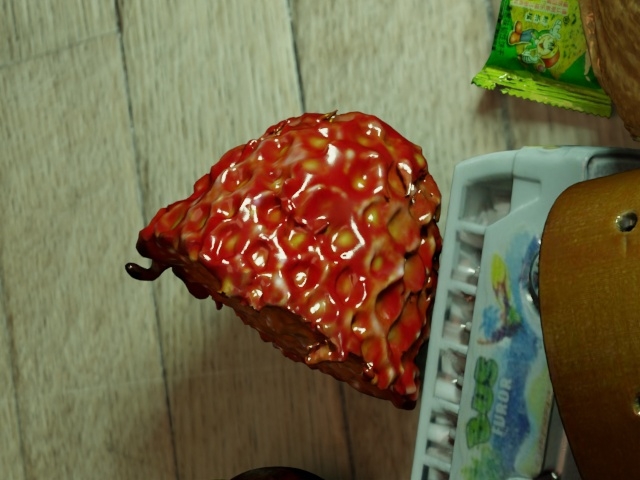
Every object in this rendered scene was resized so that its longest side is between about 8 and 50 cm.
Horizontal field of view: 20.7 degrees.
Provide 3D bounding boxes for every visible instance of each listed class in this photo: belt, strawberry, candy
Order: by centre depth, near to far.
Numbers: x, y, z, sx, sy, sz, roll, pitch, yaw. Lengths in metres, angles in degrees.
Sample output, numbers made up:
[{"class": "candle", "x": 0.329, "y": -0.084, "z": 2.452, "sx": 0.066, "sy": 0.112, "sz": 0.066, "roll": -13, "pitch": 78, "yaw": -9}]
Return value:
[{"class": "belt", "x": 0.246, "y": 0.111, "z": 0.991, "sx": 0.122, "sy": 0.217, "sz": 0.338, "roll": -13, "pitch": 110, "yaw": 35}, {"class": "candy", "x": 0.166, "y": -0.179, "z": 1.170, "sx": 0.102, "sy": 0.032, "sz": 0.178, "roll": 18, "pitch": 102, "yaw": 34}, {"class": "strawberry", "x": 0.000, "y": 0.000, "z": 1.225, "sx": 0.234, "sy": 0.234, "sz": 0.178, "roll": 26, "pitch": 79, "yaw": 32}]

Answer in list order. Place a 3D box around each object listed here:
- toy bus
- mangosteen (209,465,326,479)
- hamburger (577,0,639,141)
[{"class": "toy bus", "x": 0.139, "y": 0.096, "z": 1.157, "sx": 0.136, "sy": 0.109, "sz": 0.329, "roll": 14, "pitch": 99, "yaw": 46}, {"class": "mangosteen", "x": -0.039, "y": 0.243, "z": 1.237, "sx": 0.172, "sy": 0.184, "sz": 0.172, "roll": -2, "pitch": 84, "yaw": 16}, {"class": "hamburger", "x": 0.255, "y": -0.157, "z": 0.978, "sx": 0.260, "sy": 0.211, "sz": 0.245, "roll": -116, "pitch": 20, "yaw": -60}]
